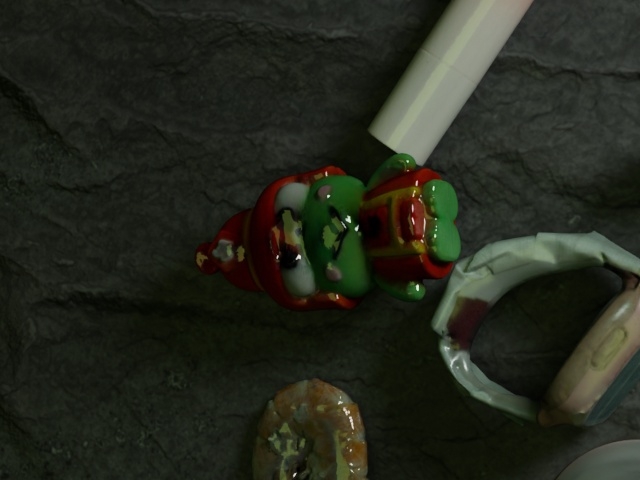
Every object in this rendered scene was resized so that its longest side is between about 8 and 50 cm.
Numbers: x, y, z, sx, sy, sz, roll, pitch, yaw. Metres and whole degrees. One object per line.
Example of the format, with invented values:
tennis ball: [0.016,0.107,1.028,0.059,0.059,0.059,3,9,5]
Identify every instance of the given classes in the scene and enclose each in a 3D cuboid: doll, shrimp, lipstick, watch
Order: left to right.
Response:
shrimp: [-0.013,0.343,1.390,0.164,0.062,0.317,-7,84,23]
doll: [0.000,0.000,1.326,0.362,0.160,0.183,-8,87,22]
lipstick: [0.182,-0.250,1.297,0.087,0.087,0.327,37,102,15]
watch: [0.268,0.098,1.254,0.241,0.161,0.253,40,101,27]

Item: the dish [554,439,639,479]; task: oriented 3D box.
dish: [0.382,0.372,1.236,0.260,0.085,0.260,0,91,20]
